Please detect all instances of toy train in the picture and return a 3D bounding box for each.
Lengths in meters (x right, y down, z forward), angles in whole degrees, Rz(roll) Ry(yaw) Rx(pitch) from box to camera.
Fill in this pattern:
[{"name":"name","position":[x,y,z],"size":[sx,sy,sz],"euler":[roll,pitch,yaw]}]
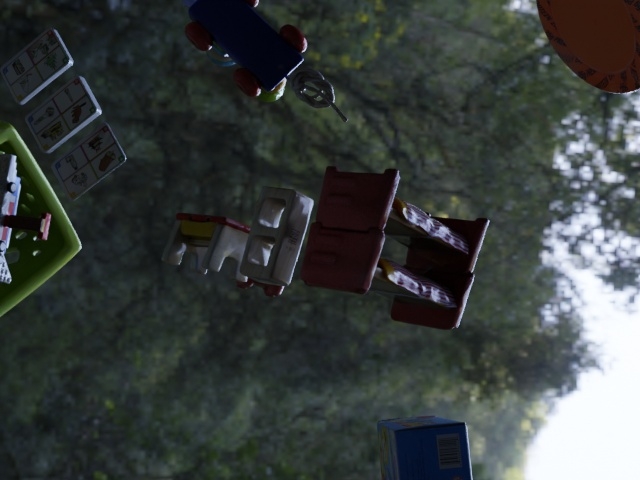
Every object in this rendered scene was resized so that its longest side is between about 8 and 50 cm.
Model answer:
[{"name":"toy train","position":[-0.064,-0.216,1.580],"size":[0.248,0.105,0.143],"euler":[44,-10,6]}]

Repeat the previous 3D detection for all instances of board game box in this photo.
[{"name":"board game box","position":[0.136,0.378,1.504],"size":[0.302,0.086,0.308],"euler":[101,-16,-83]}]

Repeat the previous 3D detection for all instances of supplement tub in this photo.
[{"name":"supplement tub","position":[0.401,-0.303,1.264],"size":[0.207,0.338,0.207],"euler":[44,-25,27]}]

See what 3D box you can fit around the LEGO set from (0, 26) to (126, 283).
[{"name":"LEGO set","position":[-0.324,-0.079,1.275],"size":[0.244,0.060,0.182],"euler":[-37,-110,13]}]

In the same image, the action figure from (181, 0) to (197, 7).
[{"name":"action figure","position":[-0.175,-0.511,1.721],"size":[0.179,0.330,0.341],"euler":[21,-75,30]}]

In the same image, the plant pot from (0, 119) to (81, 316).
[{"name":"plant pot","position":[-0.496,-0.035,1.608],"size":[0.207,0.227,0.228],"euler":[27,-31,43]}]

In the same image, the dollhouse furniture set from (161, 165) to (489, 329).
[{"name":"dollhouse furniture set","position":[0.000,0.000,1.580],"size":[0.374,0.201,0.152],"euler":[7,-102,43]}]
